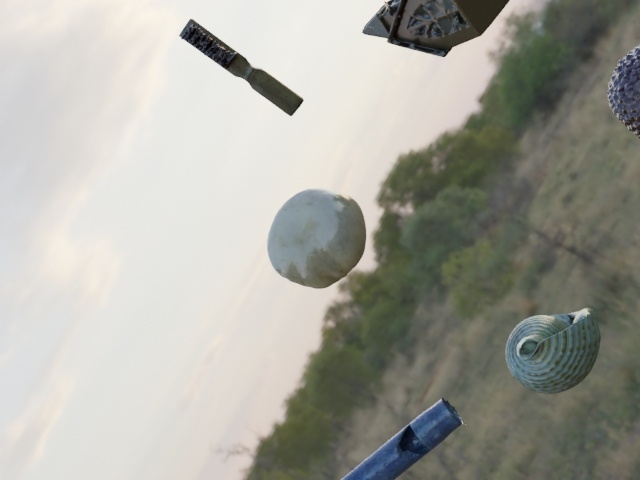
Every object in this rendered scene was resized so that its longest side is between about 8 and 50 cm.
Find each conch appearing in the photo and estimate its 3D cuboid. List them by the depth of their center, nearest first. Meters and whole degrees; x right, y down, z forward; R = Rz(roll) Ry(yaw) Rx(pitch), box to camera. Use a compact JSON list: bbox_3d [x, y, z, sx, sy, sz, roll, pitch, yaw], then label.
[{"bbox_3d":[0.307,0.143,1.489,0.135,0.102,0.153,-37,5,12],"label":"conch"}]

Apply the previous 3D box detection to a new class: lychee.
[{"bbox_3d":[0.562,-0.252,1.856,0.188,0.188,0.188,-59,-6,-10],"label":"lychee"}]

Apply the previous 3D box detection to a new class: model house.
[{"bbox_3d":[0.141,-0.375,1.766,0.248,0.176,0.181,-16,28,44],"label":"model house"}]

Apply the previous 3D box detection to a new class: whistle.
[{"bbox_3d":[0.111,0.384,1.959,0.304,0.062,0.062,-40,-3,9],"label":"whistle"}]

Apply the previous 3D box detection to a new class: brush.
[{"bbox_3d":[-0.141,-0.304,2.035,0.043,0.248,0.036,-52,5,17],"label":"brush"}]

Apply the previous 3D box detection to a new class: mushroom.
[{"bbox_3d":[0.000,0.000,1.637,0.122,0.154,0.154,41,-104,-47],"label":"mushroom"}]
